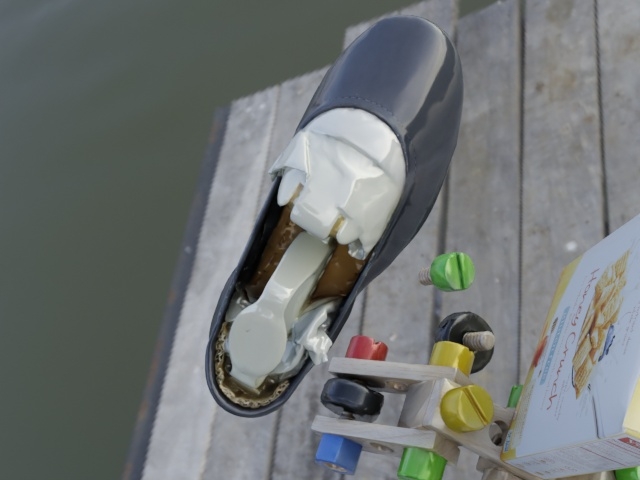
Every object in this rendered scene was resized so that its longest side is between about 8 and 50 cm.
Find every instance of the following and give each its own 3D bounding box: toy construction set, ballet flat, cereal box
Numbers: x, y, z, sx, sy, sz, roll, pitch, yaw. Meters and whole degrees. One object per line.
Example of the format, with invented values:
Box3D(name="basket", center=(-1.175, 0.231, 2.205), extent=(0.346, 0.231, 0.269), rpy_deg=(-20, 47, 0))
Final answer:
Box3D(name="toy construction set", center=(0.122, 0.189, 0.767), extent=(0.309, 0.257, 0.237), rpy_deg=(-41, 13, -27))
Box3D(name="ballet flat", center=(0.000, 0.000, 0.424), extent=(0.203, 0.074, 0.074), rpy_deg=(-62, 36, 26))
Box3D(name="cereal box", center=(0.200, 0.070, 0.662), extent=(0.047, 0.240, 0.173), rpy_deg=(23, 72, 1))
